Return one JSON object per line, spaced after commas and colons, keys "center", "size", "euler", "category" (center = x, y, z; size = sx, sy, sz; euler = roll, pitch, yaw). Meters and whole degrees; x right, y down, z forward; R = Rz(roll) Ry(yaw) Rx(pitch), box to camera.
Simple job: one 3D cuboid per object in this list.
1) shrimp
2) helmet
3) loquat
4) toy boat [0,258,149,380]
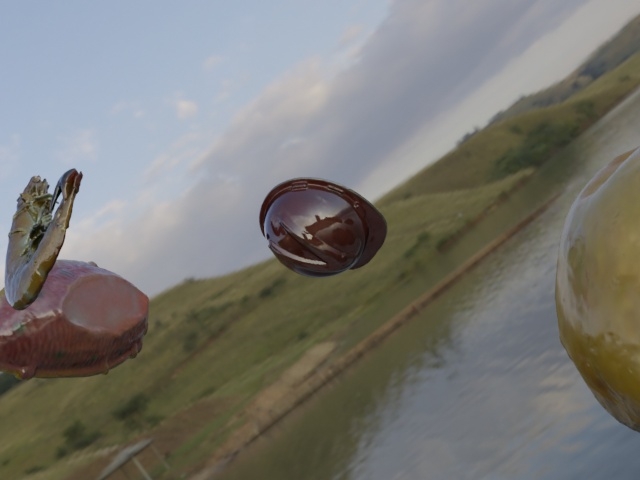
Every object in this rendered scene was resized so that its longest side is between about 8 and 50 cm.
{"center": [-0.234, -0.026, 0.802], "size": [0.124, 0.034, 0.178], "euler": [-51, 29, 31], "category": "shrimp"}
{"center": [0.000, 0.000, 0.795], "size": [0.057, 0.111, 0.089], "euler": [-83, 13, -60], "category": "helmet"}
{"center": [0.263, 0.042, 0.595], "size": [0.244, 0.244, 0.244], "euler": [-38, -5, -4], "category": "loquat"}
{"center": [-0.271, 0.087, 1.059], "size": [0.099, 0.141, 0.318], "euler": [-24, -6, 22], "category": "toy boat"}
